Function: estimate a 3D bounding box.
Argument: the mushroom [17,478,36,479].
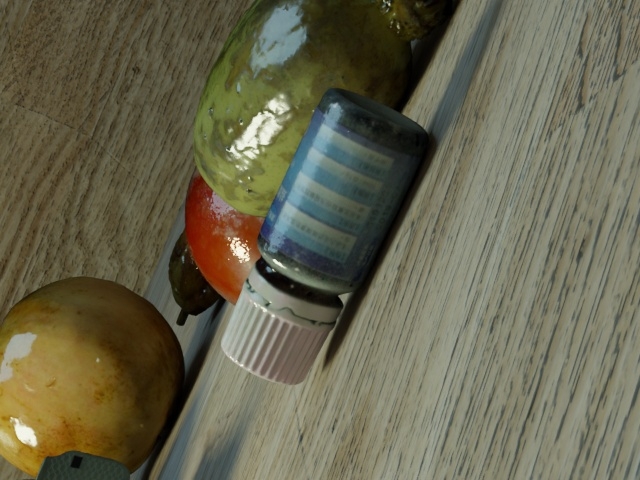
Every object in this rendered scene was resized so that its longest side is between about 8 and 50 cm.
[{"bbox_3d":[-0.391,0.402,2.068,0.243,0.243,0.243,-156,90,-83],"label":"mushroom"}]

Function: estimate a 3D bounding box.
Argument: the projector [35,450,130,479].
[{"bbox_3d":[-0.275,0.367,1.813,0.250,0.108,0.198,-79,3,-65],"label":"projector"}]

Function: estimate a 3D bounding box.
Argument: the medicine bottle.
[{"bbox_3d":[0.000,0.000,1.206,0.083,0.083,0.203,-99,32,-76],"label":"medicine bottle"}]

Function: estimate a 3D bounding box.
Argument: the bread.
[{"bbox_3d":[-0.122,-0.018,2.101,0.124,0.084,0.344,-76,12,-54],"label":"bread"}]

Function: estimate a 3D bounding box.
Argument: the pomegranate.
[{"bbox_3d":[-0.305,0.167,2.084,0.229,0.270,0.252,-58,-8,-74],"label":"pomegranate"}]

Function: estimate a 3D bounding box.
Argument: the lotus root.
[{"bbox_3d":[-0.006,-0.137,1.423,0.309,0.173,0.173,-49,18,46],"label":"lotus root"}]

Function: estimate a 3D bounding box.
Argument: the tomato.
[{"bbox_3d":[-0.089,-0.034,1.840,0.228,0.112,0.199,120,168,-58],"label":"tomato"}]
